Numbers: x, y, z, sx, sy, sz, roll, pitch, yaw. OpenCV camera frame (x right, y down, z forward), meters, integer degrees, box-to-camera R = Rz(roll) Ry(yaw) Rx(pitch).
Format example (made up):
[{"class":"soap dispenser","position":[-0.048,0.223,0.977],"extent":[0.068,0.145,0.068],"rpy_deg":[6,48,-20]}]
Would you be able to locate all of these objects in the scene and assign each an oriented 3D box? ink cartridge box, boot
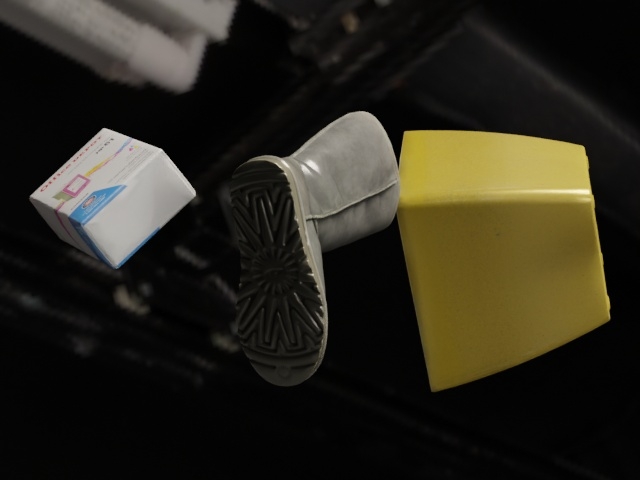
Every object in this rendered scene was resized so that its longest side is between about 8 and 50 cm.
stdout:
[{"class":"ink cartridge box","position":[-0.167,-0.035,1.350],"extent":[0.088,0.122,0.052],"rpy_deg":[-44,-63,-14]},{"class":"boot","position":[0.002,0.001,1.340],"extent":[0.076,0.189,0.208],"rpy_deg":[1,9,18]}]

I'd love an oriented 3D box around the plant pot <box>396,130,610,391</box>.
[{"class":"plant pot","position":[0.190,0.006,1.729],"extent":[0.187,0.212,0.212],"rpy_deg":[-8,-68,9]}]
